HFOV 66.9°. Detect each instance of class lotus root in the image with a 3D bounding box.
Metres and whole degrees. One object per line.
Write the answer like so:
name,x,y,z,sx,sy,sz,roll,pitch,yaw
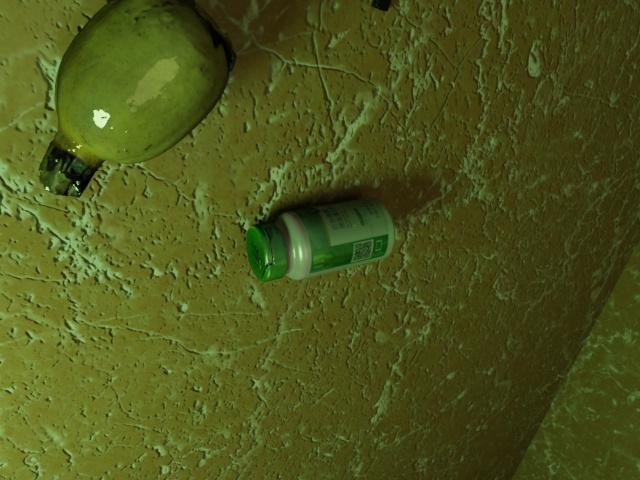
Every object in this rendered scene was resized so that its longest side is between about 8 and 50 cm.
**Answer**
lotus root,-0.251,-0.187,0.628,0.310,0.183,0.183,-47,131,1

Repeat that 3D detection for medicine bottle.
medicine bottle,0.000,0.000,0.935,0.274,0.133,0.134,-13,124,-26

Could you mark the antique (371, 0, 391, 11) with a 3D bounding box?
antique,0.128,-0.483,0.799,0.031,0.015,0.192,4,114,-33
